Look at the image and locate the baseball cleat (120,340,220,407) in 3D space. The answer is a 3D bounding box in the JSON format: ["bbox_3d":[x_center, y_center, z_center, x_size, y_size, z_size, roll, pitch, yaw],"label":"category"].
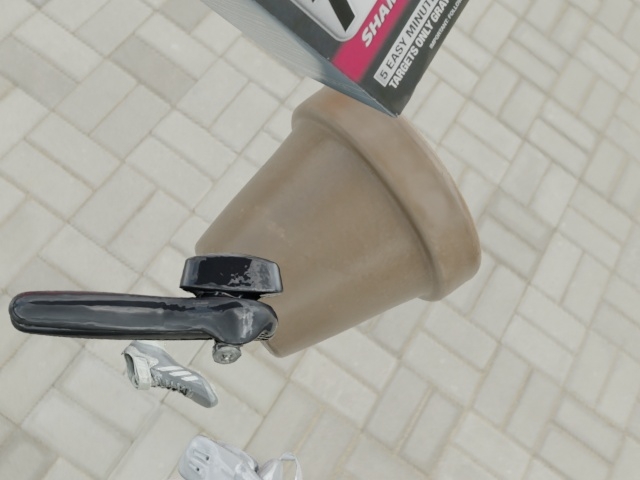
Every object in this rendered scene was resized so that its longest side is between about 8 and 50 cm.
[{"bbox_3d":[-0.296,0.272,1.464,0.206,0.072,0.109,39,43,3],"label":"baseball cleat"}]

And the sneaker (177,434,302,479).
[{"bbox_3d":[-0.195,0.348,0.936,0.366,0.137,0.210,3,70,9],"label":"sneaker"}]

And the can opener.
[{"bbox_3d":[-0.118,0.051,0.529,0.186,0.059,0.073,-2,63,-14],"label":"can opener"}]

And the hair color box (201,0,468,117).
[{"bbox_3d":[-0.046,-0.224,0.335,0.114,0.375,0.185,35,96,40],"label":"hair color box"}]

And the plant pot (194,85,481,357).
[{"bbox_3d":[0.000,0.000,0.807,0.229,0.263,0.263,-38,82,-10],"label":"plant pot"}]

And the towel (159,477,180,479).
[{"bbox_3d":[-0.343,0.478,1.024,0.332,0.053,0.316,-2,39,-15],"label":"towel"}]
